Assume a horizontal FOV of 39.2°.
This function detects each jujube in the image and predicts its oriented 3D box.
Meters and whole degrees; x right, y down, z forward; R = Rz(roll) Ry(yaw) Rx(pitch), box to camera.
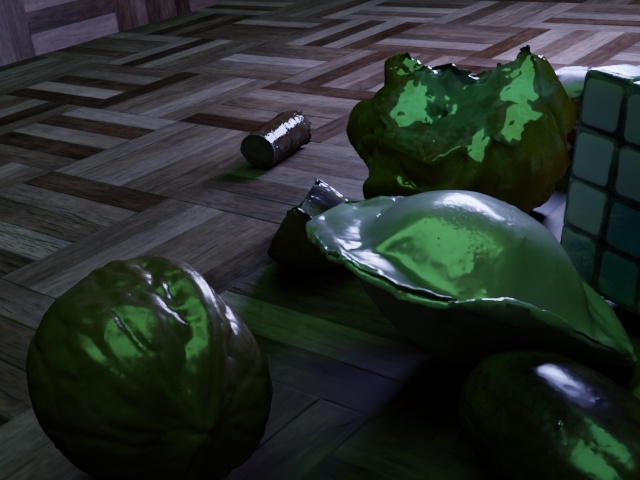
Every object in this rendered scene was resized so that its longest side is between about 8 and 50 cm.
[{"bbox_3d":[0.456,-0.204,1.485,0.237,0.168,0.168,6,23,-10],"label":"jujube"}]

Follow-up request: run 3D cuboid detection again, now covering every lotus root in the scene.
[{"bbox_3d":[0.205,0.168,0.742,0.124,0.123,0.241,-26,26,-17],"label":"lotus root"}]

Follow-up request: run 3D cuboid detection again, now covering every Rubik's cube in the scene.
[{"bbox_3d":[0.447,-0.053,0.983,0.253,0.256,0.259,-13,26,-31],"label":"Rubik's cube"}]

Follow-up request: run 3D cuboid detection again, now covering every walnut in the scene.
[{"bbox_3d":[-0.152,0.128,0.820,0.228,0.228,0.228,-5,24,2],"label":"walnut"}]

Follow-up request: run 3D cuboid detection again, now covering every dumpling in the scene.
[{"bbox_3d":[0.165,0.053,0.902,0.181,0.341,0.260,-45,9,8],"label":"dumpling"}]

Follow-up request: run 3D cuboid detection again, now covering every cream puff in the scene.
[{"bbox_3d":[0.204,-0.105,1.258,0.323,0.270,0.274,10,63,33],"label":"cream puff"}]

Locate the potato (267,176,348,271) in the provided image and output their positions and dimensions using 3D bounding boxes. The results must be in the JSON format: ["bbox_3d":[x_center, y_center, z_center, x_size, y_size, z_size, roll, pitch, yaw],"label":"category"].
[{"bbox_3d":[-0.001,0.001,1.237,0.120,0.100,0.261,35,13,-1],"label":"potato"}]

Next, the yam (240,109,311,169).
[{"bbox_3d":[-0.079,-0.185,1.652,0.079,0.079,0.141,7,28,27],"label":"yam"}]
